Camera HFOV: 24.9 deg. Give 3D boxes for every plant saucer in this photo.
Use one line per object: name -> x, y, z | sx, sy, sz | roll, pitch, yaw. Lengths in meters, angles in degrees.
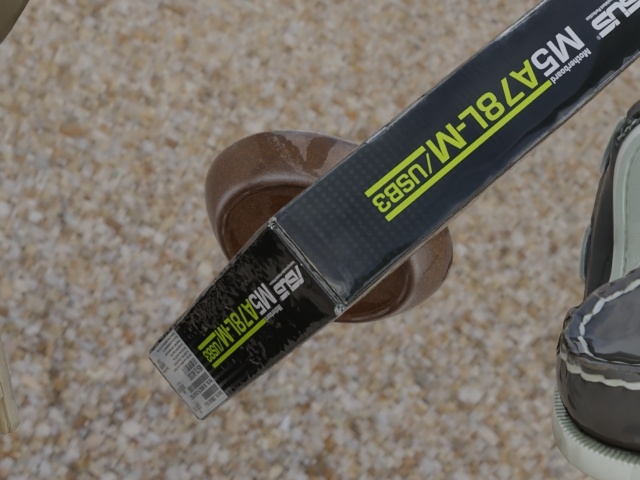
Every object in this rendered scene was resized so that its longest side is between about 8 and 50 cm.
plant saucer -> 0.000, 0.000, 0.923 | 0.168, 0.168, 0.029 | 29, 50, -6

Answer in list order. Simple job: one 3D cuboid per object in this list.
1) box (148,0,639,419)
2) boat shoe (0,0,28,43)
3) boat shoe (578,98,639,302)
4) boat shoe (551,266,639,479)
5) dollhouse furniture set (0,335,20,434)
box -> 0.029, -0.016, 0.570 | 0.184, 0.191, 0.045 | -37, 87, -26
boat shoe -> -0.116, -0.233, 0.576 | 0.104, 0.111, 0.307 | 25, 79, -24
boat shoe -> 0.272, 0.028, 1.204 | 0.114, 0.302, 0.091 | 9, 25, 1
boat shoe -> 0.159, -0.003, 0.329 | 0.228, 0.068, 0.081 | -16, 34, 6
dollhouse furniture set -> -0.294, 0.066, 0.641 | 0.242, 0.161, 0.212 | 15, 42, 19
